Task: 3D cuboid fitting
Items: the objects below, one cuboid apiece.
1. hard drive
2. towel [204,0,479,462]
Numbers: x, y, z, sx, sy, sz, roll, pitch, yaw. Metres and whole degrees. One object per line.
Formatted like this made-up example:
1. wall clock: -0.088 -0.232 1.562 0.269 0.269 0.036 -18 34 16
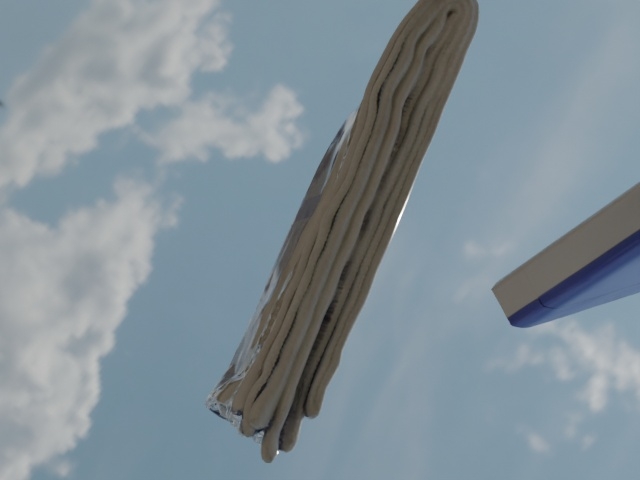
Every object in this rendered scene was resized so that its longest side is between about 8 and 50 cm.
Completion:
1. hard drive: 0.283 -0.047 0.908 0.318 0.210 0.040 -40 -109 41
2. towel: 0.000 0.000 0.693 0.285 0.034 0.209 144 -30 -82
